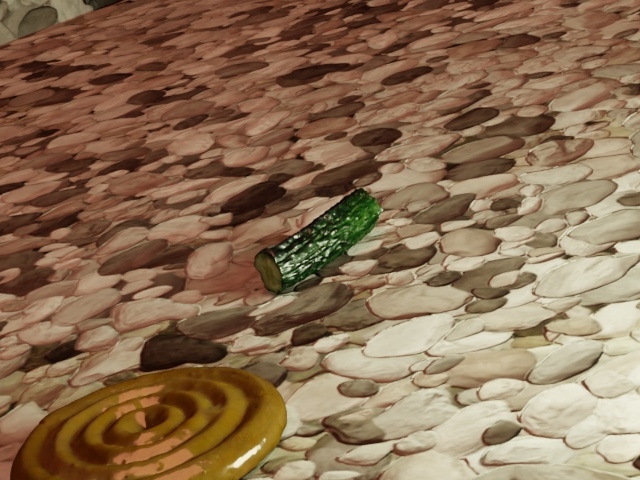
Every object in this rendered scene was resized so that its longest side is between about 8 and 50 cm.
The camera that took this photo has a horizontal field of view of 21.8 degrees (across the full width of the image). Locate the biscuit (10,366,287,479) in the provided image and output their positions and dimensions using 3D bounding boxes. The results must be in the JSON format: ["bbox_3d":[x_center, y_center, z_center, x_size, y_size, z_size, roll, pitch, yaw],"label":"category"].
[{"bbox_3d":[-0.156,0.175,1.484,0.262,0.037,0.262,-13,19,5],"label":"biscuit"}]

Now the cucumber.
[{"bbox_3d":[0.000,-0.001,1.836,0.058,0.058,0.187,2,25,39],"label":"cucumber"}]
